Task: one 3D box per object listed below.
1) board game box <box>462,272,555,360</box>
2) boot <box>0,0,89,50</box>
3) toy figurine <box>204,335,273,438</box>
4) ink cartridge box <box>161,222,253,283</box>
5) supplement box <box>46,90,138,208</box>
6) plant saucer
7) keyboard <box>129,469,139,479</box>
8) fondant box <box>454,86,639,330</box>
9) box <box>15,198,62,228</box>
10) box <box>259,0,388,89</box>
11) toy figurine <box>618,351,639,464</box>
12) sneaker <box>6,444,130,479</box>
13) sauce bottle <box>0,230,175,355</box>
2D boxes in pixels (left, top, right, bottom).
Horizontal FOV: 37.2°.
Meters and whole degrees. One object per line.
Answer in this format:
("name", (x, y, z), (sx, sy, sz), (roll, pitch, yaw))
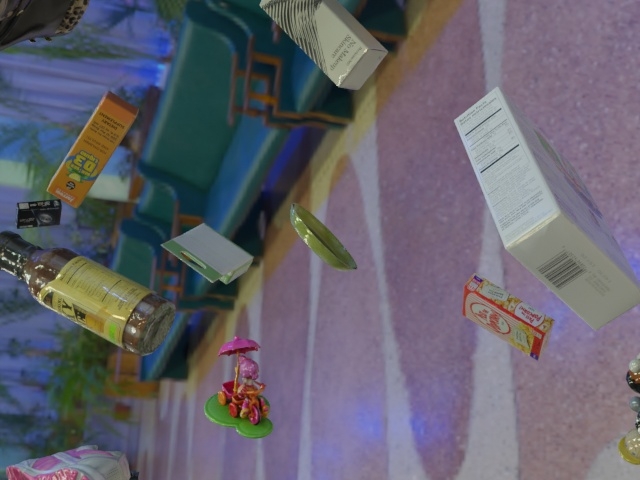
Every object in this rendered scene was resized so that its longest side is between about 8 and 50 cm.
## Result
("board game box", (0.392, 0.161, 2.004), (0.045, 0.193, 0.146), (-50, -23, -19))
("boot", (-0.612, -0.385, 1.742), (0.377, 0.284, 0.138), (-33, 91, 34))
("toy figurine", (-0.148, 0.267, 1.816), (0.173, 0.130, 0.159), (37, 130, 51))
("ink cartridge box", (-0.295, 0.045, 2.439), (0.056, 0.171, 0.235), (-60, -11, 26))
("supplement box", (-0.460, -0.182, 1.922), (0.233, 0.078, 0.080), (-55, 17, 14))
("plant saucer", (0.000, 0.000, 2.468), (0.037, 0.241, 0.241), (-45, 28, 9))
("keyboard", (-0.475, 0.503, 2.008), (0.108, 0.180, 0.023), (-176, 85, -81))
("fondant box", (0.340, -0.054, 1.437), (0.096, 0.238, 0.330), (-37, 34, 22))
("box", (-0.547, -0.051, 1.847), (0.067, 0.083, 0.018), (119, 139, -52))
("box", (0.005, -0.450, 2.019), (0.275, 0.094, 0.113), (47, 115, 19))
("toy figurine", (0.535, 0.239, 1.348), (0.213, 0.210, 0.148), (-72, -2, -46))
("sneaker", (-0.373, 0.364, 1.422), (0.252, 0.111, 0.103), (-10, 96, 40))
("sauce bottle", (-0.415, 0.081, 1.626), (0.111, 0.344, 0.111), (-53, -22, -33))
